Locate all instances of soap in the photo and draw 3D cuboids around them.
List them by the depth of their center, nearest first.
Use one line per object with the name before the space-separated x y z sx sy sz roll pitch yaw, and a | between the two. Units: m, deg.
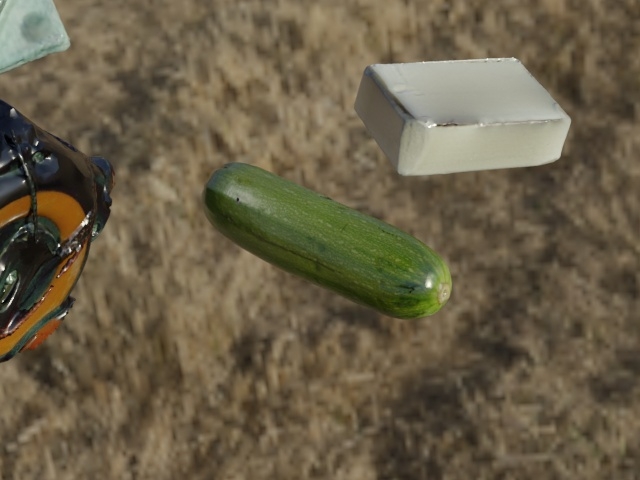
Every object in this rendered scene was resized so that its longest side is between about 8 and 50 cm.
soap | 0.140 -0.125 1.726 0.183 0.064 0.121 -5 39 -26

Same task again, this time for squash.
squash | 0.000 0.000 1.348 0.239 0.069 0.069 25 43 31

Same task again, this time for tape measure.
tape measure | -0.271 -0.001 1.391 0.135 0.202 0.223 30 86 27

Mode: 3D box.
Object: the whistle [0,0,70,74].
whistle | -0.231 -0.245 1.010 0.062 0.312 0.062 -23 2 1
